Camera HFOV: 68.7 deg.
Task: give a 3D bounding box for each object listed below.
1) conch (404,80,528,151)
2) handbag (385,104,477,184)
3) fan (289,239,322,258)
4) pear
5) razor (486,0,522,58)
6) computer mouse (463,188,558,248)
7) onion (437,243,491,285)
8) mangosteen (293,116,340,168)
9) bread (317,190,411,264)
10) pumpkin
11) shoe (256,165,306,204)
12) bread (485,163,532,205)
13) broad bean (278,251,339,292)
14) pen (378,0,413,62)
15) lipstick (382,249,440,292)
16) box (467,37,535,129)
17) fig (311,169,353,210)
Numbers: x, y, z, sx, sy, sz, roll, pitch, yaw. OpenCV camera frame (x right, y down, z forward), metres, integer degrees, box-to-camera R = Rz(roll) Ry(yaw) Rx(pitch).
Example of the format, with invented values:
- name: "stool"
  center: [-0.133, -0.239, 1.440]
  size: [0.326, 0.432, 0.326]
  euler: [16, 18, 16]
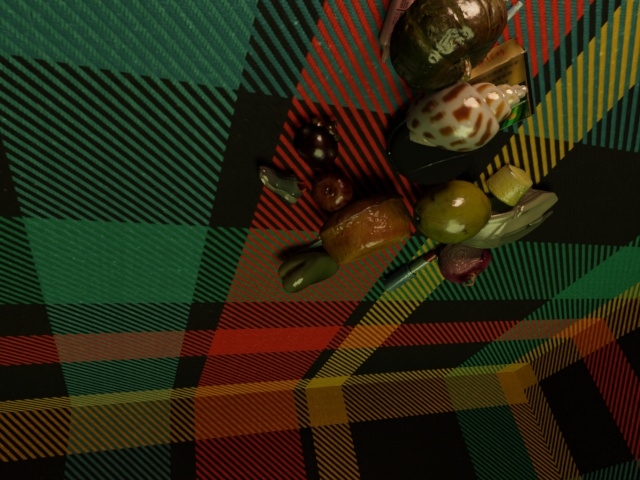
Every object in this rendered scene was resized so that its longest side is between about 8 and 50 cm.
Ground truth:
- name: "conch"
  center: [0.354, -0.310, 1.137]
  size: [0.274, 0.183, 0.149]
  euler: [-22, -171, -7]
- name: "handbag"
  center: [0.319, -0.272, 1.345]
  size: [0.253, 0.093, 0.308]
  euler: [-20, 146, 18]
- name: "fan"
  center: [0.000, 0.000, 1.712]
  size: [0.281, 0.023, 0.057]
  euler: [-26, 150, 17]
- name: "pear"
  center: [0.437, -0.093, 1.555]
  size: [0.268, 0.213, 0.212]
  euler: [-9, 147, -18]
- name: "razor"
  center: [0.420, -0.505, 1.108]
  size: [0.068, 0.040, 0.135]
  euler: [17, 131, -38]
- name: "computer mouse"
  center: [0.666, -0.067, 1.726]
  size: [0.428, 0.146, 0.228]
  euler: [-12, 144, -1]
- name: "onion"
  center: [0.586, 0.083, 1.902]
  size: [0.200, 0.200, 0.208]
  euler: [27, 96, -44]
- name: "mangosteen"
  center: [-0.003, -0.265, 1.249]
  size: [0.139, 0.140, 0.140]
  euler: [-9, 146, -6]
- name: "bread"
  center: [0.148, -0.041, 1.506]
  size: [0.312, 0.173, 0.312]
  euler: [-25, 172, -4]
- name: "pumpkin"
  center: [0.273, -0.419, 1.001]
  size: [0.260, 0.189, 0.260]
  euler: [-31, 169, -7]
- name: "shoe"
  center: [-0.113, -0.177, 1.382]
  size: [0.077, 0.074, 0.194]
  euler: [-37, 143, 13]
- name: "bread"
  center: [0.641, -0.184, 1.587]
  size: [0.129, 0.111, 0.114]
  euler: [7, 134, -34]
- name: "broad bean"
  center: [-0.038, 0.107, 1.765]
  size: [0.263, 0.121, 0.189]
  euler: [-14, 153, -47]
- name: "pen"
  center: [0.168, -0.487, 1.050]
  size: [0.053, 0.032, 0.197]
  euler: [-3, 143, -15]
- name: "lipstick"
  center: [0.386, 0.124, 1.985]
  size: [0.274, 0.061, 0.068]
  euler: [-39, 133, 26]
- name: "box"
  center: [0.470, -0.396, 1.248]
  size: [0.159, 0.071, 0.240]
  euler: [-26, 144, 15]
- name: "fig"
  center: [0.049, -0.155, 1.424]
  size: [0.150, 0.128, 0.128]
  euler: [-22, 154, -32]
